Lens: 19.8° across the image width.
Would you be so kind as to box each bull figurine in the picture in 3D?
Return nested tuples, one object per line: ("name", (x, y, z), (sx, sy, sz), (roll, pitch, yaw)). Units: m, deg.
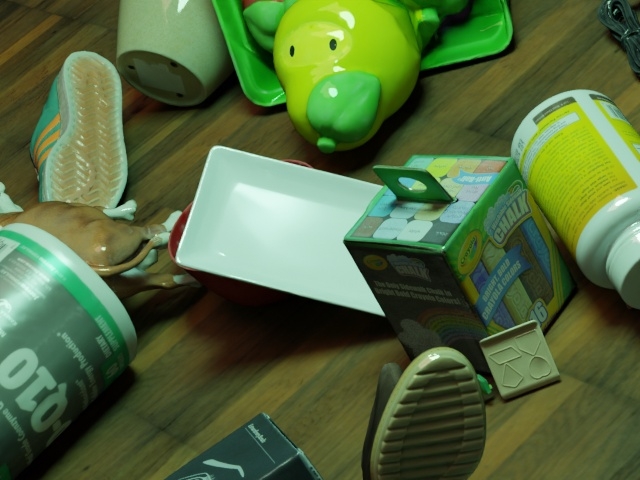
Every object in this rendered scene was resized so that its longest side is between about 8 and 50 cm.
("bull figurine", (-0.275, 0.001, 2.086), (0.188, 0.101, 0.310), (-8, 20, -36))

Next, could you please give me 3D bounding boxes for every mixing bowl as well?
("mixing bowl", (-0.062, 0.006, 1.981), (0.181, 0.098, 0.181), (-21, 32, 14))

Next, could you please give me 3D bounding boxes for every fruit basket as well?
("fruit basket", (0.033, -0.279, 2.190), (0.392, 0.283, 0.392), (-18, 17, 5))

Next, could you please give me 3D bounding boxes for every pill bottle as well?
("pill bottle", (0.270, -0.036, 1.708), (0.117, 0.117, 0.215), (-28, 46, 1))
("pill bottle", (-0.379, 0.168, 1.901), (0.204, 0.204, 0.361), (14, 51, 48))

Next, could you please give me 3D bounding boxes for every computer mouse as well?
("computer mouse", (0.437, -0.283, 2.041), (0.262, 0.060, 0.184), (-39, 35, 6))

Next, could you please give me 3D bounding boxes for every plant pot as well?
("plant pot", (-0.163, -0.324, 2.439), (0.256, 0.256, 0.274), (-1, 58, 38))

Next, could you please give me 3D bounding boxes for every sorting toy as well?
("sorting toy", (0.170, 0.113, 1.677), (0.083, 0.062, 0.012), (-22, 7, 12))

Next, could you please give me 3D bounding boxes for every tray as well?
("tray", (0.000, 0.000, 1.865), (0.270, 0.030, 0.145), (14, 61, 4))

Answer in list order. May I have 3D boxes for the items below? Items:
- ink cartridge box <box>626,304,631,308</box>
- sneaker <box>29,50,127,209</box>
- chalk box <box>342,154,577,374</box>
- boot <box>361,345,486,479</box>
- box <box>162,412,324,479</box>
("ink cartridge box", (0.331, -0.024, 1.761), (0.145, 0.045, 0.179), (-25, 29, 8))
("sneaker", (-0.315, -0.098, 2.350), (0.121, 0.108, 0.302), (-53, 27, 43))
("chalk box", (0.123, 0.003, 1.724), (0.132, 0.213, 0.132), (7, 46, 44))
("boot", (0.068, 0.156, 1.535), (0.090, 0.248, 0.207), (2, 28, -10))
("box", (-0.089, 0.261, 1.589), (0.207, 0.108, 0.153), (-33, 14, -6))
